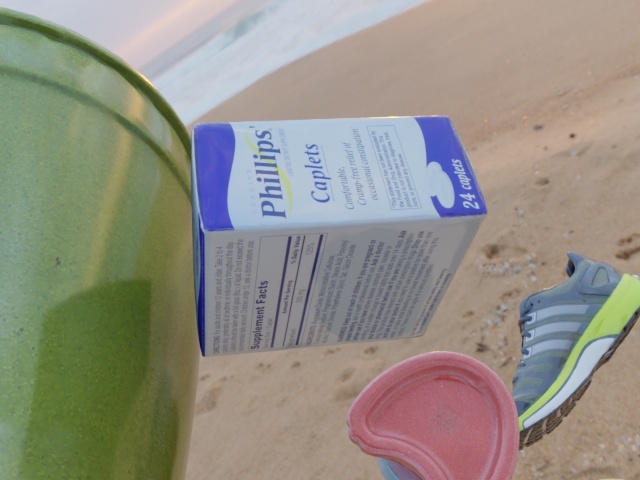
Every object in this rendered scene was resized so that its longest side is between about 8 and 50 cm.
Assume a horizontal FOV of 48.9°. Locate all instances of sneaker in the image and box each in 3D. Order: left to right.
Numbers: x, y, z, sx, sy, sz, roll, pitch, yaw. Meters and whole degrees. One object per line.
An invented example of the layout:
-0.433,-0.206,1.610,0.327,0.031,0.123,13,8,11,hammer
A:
0.285,0.138,0.879,0.121,0.111,0.300,36,70,28,sneaker

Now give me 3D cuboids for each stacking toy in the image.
0.129,0.278,0.629,0.280,0.130,0.309,-38,62,-23,stacking toy

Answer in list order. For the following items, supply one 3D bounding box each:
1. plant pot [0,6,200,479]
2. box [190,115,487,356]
-0.229,0.092,0.449,0.367,0.366,0.353,-32,42,8,plant pot
0.000,0.000,0.384,0.137,0.126,0.072,-4,55,-12,box
